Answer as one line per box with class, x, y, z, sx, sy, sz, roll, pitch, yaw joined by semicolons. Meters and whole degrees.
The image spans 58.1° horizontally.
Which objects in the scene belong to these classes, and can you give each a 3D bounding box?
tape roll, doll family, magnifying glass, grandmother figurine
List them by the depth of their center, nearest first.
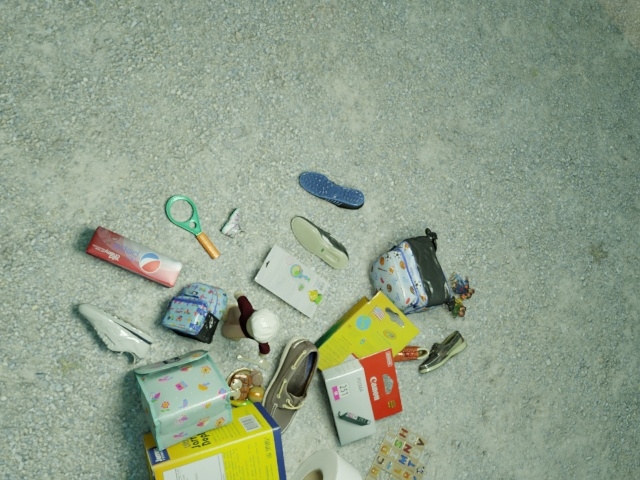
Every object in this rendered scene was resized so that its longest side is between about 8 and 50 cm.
grandmother figurine;-0.204;0.247;1.658;0.104;0.342;0.208;-36;96;-22
tape roll;-0.008;0.769;1.702;0.100;0.286;0.286;40;70;-14
magnifying glass;-0.392;-0.040;1.793;0.092;0.026;0.231;-39;99;-22
doll family;0.508;0.203;2.101;0.111;0.076;0.193;36;68;-9

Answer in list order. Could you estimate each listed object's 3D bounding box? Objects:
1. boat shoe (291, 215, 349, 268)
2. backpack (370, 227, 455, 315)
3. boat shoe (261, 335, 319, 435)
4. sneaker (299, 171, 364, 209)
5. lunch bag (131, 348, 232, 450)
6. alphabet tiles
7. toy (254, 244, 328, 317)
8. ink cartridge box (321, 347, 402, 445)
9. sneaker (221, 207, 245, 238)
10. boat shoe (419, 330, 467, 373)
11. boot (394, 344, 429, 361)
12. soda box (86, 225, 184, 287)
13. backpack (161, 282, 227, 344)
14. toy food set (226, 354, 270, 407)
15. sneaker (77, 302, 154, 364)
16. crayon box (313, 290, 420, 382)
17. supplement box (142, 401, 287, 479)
boat shoe;0.000;0.000;1.932;0.233;0.084;0.079;40;32;-6
backpack;0.290;0.134;1.919;0.213;0.263;0.276;-8;74;-15
boat shoe;-0.090;0.460;1.773;0.116;0.097;0.324;19;92;-34
sneaker;0.037;-0.160;1.961;0.232;0.090;0.081;23;75;4
lunch bag;-0.395;0.418;1.624;0.223;0.262;0.160;-14;128;-24
alphabet tiles;0.272;0.767;1.964;0.198;0.009;0.237;33;73;-15
toy;-0.097;0.135;1.873;0.237;0.056;0.137;36;68;-19
ink cartridge box;0.145;0.500;1.835;0.239;0.060;0.275;-17;116;-8
sneaker;-0.266;-0.051;1.841;0.069;0.038;0.098;34;81;-16
boat shoe;0.425;0.394;2.042;0.223;0.080;0.073;-26;88;-28
boot;0.296;0.389;1.984;0.158;0.084;0.059;-3;86;-21
soda box;-0.541;0.052;1.683;0.263;0.092;0.083;26;75;-17
backpack;-0.365;0.199;1.699;0.117;0.158;0.173;52;55;-51
toy food set;-0.230;0.458;1.784;0.132;0.038;0.192;19;76;-19
sneaker;-0.594;0.261;1.641;0.235;0.090;0.095;35;81;-13
crayon box;0.139;0.328;1.865;0.318;0.081;0.202;-43;101;5
supplement box;-0.298;0.626;1.630;0.356;0.195;0.194;-10;102;-23
